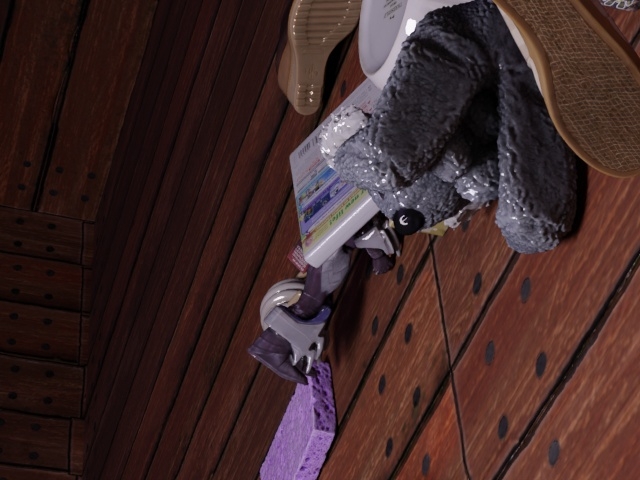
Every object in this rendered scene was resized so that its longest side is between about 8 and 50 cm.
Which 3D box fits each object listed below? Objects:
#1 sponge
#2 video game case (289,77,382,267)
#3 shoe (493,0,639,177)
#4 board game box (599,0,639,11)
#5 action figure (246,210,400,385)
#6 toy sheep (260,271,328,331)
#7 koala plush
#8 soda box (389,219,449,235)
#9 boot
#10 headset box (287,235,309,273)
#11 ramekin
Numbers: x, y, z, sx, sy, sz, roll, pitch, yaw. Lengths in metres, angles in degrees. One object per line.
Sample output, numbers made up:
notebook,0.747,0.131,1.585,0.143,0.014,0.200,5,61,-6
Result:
sponge,-0.028,0.253,1.955,0.117,0.031,0.210,-97,22,-48
video game case,0.050,-0.098,1.739,0.212,0.023,0.193,-43,31,24
shoe,0.180,-0.141,1.170,0.076,0.219,0.058,-25,24,23
board game box,0.224,-0.344,1.175,0.291,0.141,0.232,127,149,-61
action figure,0.018,0.015,1.816,0.285,0.099,0.185,-64,10,5
toy sheep,-0.031,0.088,1.973,0.132,0.091,0.091,-68,-4,-64
koala plush,0.105,-0.081,1.401,0.221,0.196,0.203,133,156,-65
soda box,0.120,-0.080,1.561,0.181,0.058,0.061,121,155,-52
boot,-0.014,-0.310,2.153,0.207,0.090,0.248,-102,22,-50
headset box,0.000,0.000,1.950,0.062,0.032,0.083,-37,-10,-31
ramekin,0.112,-0.226,1.586,0.207,0.109,0.207,-170,90,-76
